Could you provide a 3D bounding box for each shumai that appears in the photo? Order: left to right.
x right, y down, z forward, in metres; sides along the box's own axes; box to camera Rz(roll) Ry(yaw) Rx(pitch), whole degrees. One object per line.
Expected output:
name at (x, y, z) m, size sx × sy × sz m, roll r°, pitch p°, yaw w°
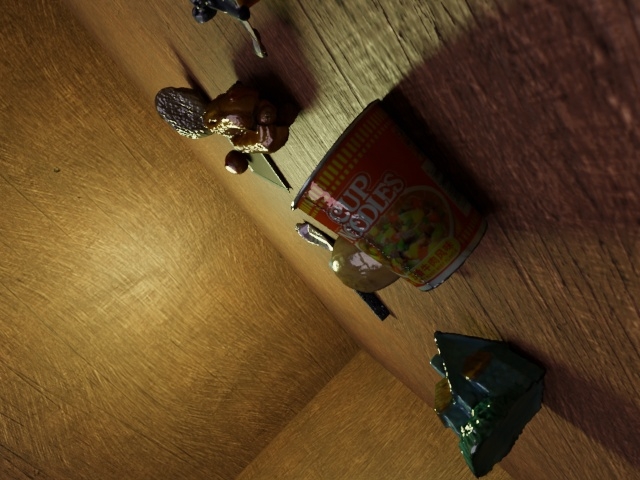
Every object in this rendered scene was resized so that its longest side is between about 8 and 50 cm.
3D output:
shumai at (-0.438, -0.440, 1.370) m, size 0.209 × 0.162 × 0.153 m, roll 20°, pitch -149°, yaw -21°

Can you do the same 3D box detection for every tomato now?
tomato at (-0.294, -0.269, 1.429) m, size 0.087 × 0.075 × 0.087 m, roll 40°, pitch 166°, yaw 12°

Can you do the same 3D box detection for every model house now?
model house at (0.309, 0.317, 0.875) m, size 0.241 × 0.226 × 0.261 m, roll 39°, pitch 165°, yaw 42°

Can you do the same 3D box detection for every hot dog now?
hot dog at (-0.159, -0.266, 0.888) m, size 0.158 × 0.117 × 0.348 m, roll 30°, pitch 179°, yaw -23°

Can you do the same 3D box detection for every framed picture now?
framed picture at (-0.222, -0.281, 1.363) m, size 0.296 × 0.019 × 0.232 m, roll 34°, pitch 164°, yaw 50°

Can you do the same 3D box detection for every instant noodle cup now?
instant noodle cup at (0.098, -0.047, 0.554) m, size 0.212 × 0.193 × 0.193 m, roll 40°, pitch 170°, yaw 0°

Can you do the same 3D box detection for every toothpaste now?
toothpaste at (0.000, 0.000, 1.443) m, size 0.301 × 0.048 × 0.075 m, roll 32°, pitch 158°, yaw 48°

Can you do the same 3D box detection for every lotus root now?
lotus root at (0.107, 0.019, 0.792) m, size 0.140 × 0.154 × 0.257 m, roll 52°, pitch 151°, yaw -2°

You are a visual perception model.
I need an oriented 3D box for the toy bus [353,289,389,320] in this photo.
toy bus at (0.187, 0.225, 1.517) m, size 0.166 × 0.047 × 0.065 m, roll 49°, pitch 173°, yaw -14°

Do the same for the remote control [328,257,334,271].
remote control at (0.085, 0.104, 1.478) m, size 0.087 × 0.047 × 0.244 m, roll 46°, pitch 172°, yaw -10°

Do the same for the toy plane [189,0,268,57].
toy plane at (-0.187, -0.391, 0.569) m, size 0.316 × 0.103 × 0.204 m, roll 41°, pitch 168°, yaw 32°
